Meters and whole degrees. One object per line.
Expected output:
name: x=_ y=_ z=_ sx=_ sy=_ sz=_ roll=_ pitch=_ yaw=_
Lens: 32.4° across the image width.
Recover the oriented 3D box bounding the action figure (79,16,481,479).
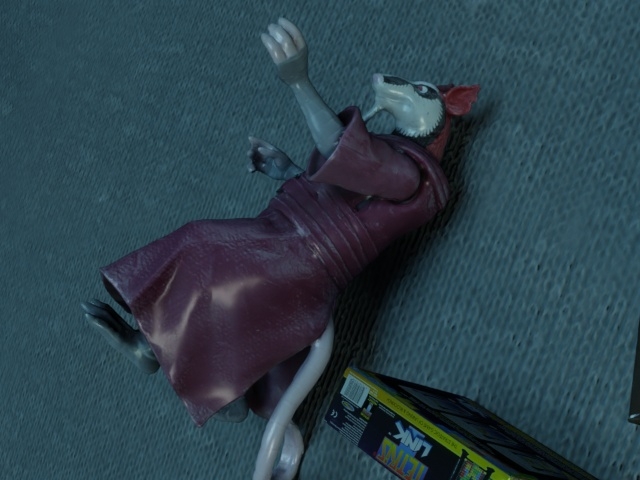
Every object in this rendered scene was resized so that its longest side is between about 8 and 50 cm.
action figure: x=0.000 y=0.000 z=0.912 sx=0.370 sy=0.248 sz=0.276 roll=-39 pitch=79 yaw=0

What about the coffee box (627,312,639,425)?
coffee box: x=0.294 y=-0.024 z=0.637 sx=0.168 sy=0.119 sz=0.297 roll=-2 pitch=73 yaw=47

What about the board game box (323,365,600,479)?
board game box: x=0.107 y=0.152 z=0.761 sx=0.170 sy=0.141 sz=0.048 roll=29 pitch=95 yaw=50
